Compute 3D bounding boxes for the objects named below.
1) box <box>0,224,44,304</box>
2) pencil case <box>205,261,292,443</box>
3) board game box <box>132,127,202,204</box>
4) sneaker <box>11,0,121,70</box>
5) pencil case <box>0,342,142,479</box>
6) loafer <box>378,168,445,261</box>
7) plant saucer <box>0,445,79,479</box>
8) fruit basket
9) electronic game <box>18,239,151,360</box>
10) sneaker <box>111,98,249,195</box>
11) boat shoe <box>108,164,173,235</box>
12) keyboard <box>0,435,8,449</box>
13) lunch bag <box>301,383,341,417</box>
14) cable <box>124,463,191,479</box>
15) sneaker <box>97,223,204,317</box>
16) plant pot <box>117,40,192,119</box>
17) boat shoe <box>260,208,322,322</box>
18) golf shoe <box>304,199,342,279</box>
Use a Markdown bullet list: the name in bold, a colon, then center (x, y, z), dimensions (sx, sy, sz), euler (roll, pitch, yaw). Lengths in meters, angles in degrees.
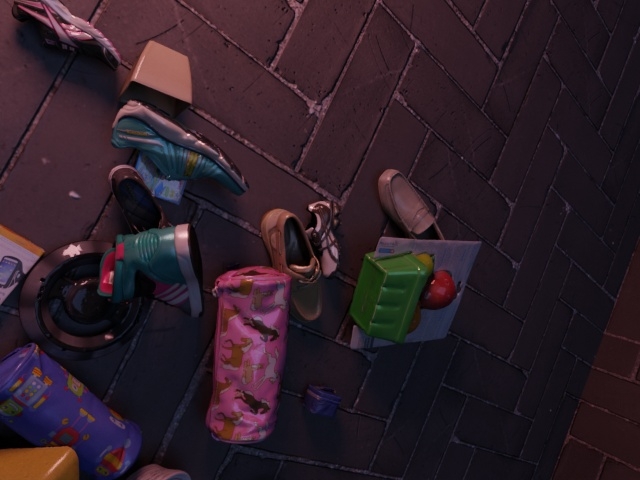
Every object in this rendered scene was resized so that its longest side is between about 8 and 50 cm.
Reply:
- **box**: center (-0.557, 0.050, 0.779), dimensions (0.081, 0.028, 0.136), euler (42, 77, -32)
- **pencil case**: center (-0.160, 0.249, 1.003), dimensions (0.160, 0.167, 0.385), euler (-25, 121, -76)
- **board game box**: center (-0.311, -0.160, 0.907), dimensions (0.104, 0.026, 0.154), euler (19, 87, -34)
- **sneaker**: center (-0.433, -0.350, 0.777), dimensions (0.178, 0.072, 0.077), euler (37, 89, -25)
- **pencil case**: center (-0.460, 0.315, 0.823), dimensions (0.119, 0.133, 0.306), euler (-36, 121, -4)
- **loafer**: center (0.266, -0.064, 1.259), dimensions (0.112, 0.111, 0.319), euler (-48, 120, -18)
- **plant saucer**: center (-0.575, 0.511, 0.725), dimensions (0.333, 0.081, 0.332), euler (1, 96, -7)
- **fruit basket**: center (0.257, 0.139, 1.242), dimensions (0.353, 0.165, 0.326), euler (-2, 115, -34)
- **electronic game**: center (-0.435, 0.113, 0.857), dimensions (0.229, 0.048, 0.229), euler (-6, 99, -41)
- **sneaker**: center (-0.264, -0.160, 0.880), dimensions (0.275, 0.107, 0.110), euler (30, 101, -29)
- **boat shoe**: center (-0.327, -0.036, 0.869), dimensions (0.080, 0.076, 0.228), euler (-25, 123, -18)
- **keyboard**: center (-0.646, 0.261, 0.754), dimensions (0.201, 0.033, 0.317), euler (-38, 118, -23)
- **lunch bag**: center (0.008, 0.419, 1.197), dimensions (0.098, 0.067, 0.065), euler (27, 83, -35)
- **cable**: center (-0.360, 0.589, 0.909), dimensions (0.257, 0.089, 0.257), euler (-48, 143, -55)
- **sneaker**: center (-0.315, 0.074, 0.850), dimensions (0.179, 0.295, 0.123), euler (-4, 58, -11)
- **plant pot**: center (-0.302, -0.302, 0.848), dimensions (0.109, 0.109, 0.096), euler (15, 76, -35)
- **boat shoe**: center (-0.053, 0.070, 1.076), dimensions (0.109, 0.098, 0.302), euler (-26, 112, -28)
- **golf shoe**: center (0.000, 0.000, 1.124), dimensions (0.094, 0.077, 0.198), euler (-2, 93, -23)
